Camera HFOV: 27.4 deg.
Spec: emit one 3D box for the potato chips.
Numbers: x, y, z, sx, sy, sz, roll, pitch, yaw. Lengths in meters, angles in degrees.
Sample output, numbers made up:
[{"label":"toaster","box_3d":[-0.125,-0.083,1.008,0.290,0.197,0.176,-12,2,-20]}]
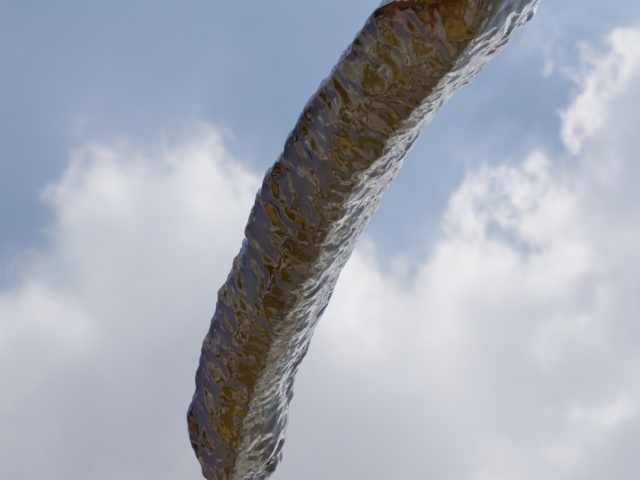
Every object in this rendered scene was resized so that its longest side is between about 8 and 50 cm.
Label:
[{"label":"potato chips","box_3d":[0.000,0.000,0.629,0.057,0.407,0.080,-22,-116,-35]}]
